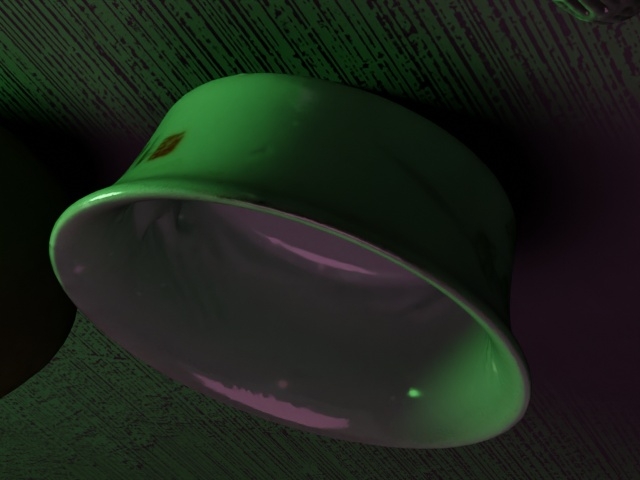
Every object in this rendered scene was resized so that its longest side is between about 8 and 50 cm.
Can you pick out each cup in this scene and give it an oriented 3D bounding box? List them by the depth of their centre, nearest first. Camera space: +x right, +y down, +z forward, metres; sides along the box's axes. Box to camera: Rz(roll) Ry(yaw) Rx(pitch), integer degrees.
[{"bbox_3d":[0.000,0.000,1.086,0.347,0.163,0.347,16,153,9],"label":"cup"}]

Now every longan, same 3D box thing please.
[{"bbox_3d":[-0.338,0.017,1.241,0.297,0.297,0.297,16,153,8],"label":"longan"}]

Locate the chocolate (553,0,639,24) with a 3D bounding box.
[{"bbox_3d":[0.115,-0.172,0.788,0.167,0.072,0.072,36,149,-28],"label":"chocolate"}]
